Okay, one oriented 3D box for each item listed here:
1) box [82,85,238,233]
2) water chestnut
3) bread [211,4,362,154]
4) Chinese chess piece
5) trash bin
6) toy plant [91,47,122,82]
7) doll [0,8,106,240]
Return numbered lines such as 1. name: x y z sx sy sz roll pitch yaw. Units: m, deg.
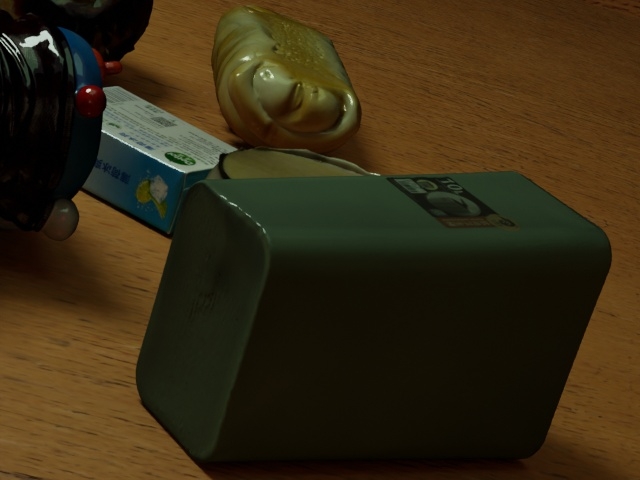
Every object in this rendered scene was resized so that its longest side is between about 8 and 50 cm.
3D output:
1. box: -0.184 -0.086 1.905 0.194 0.073 0.139 28 22 23
2. water chestnut: -0.297 -0.299 2.144 0.224 0.238 0.223 9 67 -22
3. bread: -0.048 -0.190 2.235 0.173 0.121 0.311 18 19 -13
4. Chinese chess piece: 0.000 0.000 1.804 0.257 0.104 0.257 17 20 -7
5. trash bin: 0.045 0.064 1.509 0.343 0.223 0.158 0 27 -39
6. toy plant: -0.317 -0.171 1.912 0.240 0.088 0.154 -8 -1 -12
7. doll: -0.350 -0.115 1.590 0.310 0.284 0.240 2 -17 -29
